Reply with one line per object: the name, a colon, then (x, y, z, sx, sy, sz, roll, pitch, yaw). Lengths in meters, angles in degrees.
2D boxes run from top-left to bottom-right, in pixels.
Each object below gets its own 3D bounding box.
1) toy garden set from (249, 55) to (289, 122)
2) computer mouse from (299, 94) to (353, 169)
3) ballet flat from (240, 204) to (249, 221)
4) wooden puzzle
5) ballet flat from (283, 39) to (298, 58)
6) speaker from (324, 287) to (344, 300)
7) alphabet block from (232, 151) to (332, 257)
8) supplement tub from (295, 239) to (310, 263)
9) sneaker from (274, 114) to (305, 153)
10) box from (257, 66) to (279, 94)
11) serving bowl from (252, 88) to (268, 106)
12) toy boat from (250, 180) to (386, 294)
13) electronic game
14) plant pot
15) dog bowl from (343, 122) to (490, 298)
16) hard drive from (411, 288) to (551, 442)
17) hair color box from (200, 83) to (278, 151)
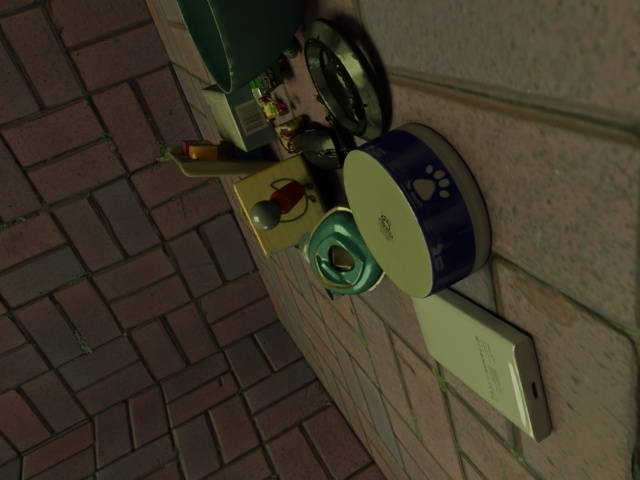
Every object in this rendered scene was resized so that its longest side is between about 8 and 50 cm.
toy garden set: (-0.125, -0.400, 1.342, 0.244, 0.049, 0.204, 33, 145, 64)
computer mouse: (-0.004, -0.231, 1.162, 0.262, 0.060, 0.184, 43, 156, 56)
ballet flat: (-0.164, -0.095, 1.709, 0.123, 0.123, 0.348, 55, -169, 32)
wooden puzzle: (-0.333, -0.297, 1.806, 0.348, 0.322, 0.081, -137, 47, -60)
ballet flat: (-0.081, -0.430, 1.134, 0.114, 0.041, 0.041, 59, 166, 21)
speaker: (0.076, 0.095, 1.308, 0.055, 0.136, 0.055, 57, 165, 25)
alphabet block: (-0.086, -0.099, 1.351, 0.193, 0.192, 0.197, -88, -26, -78)
supplement tub: (-0.032, -0.019, 1.550, 0.190, 0.117, 0.117, 46, 158, 51)
sneaker: (-0.065, -0.262, 1.337, 0.084, 0.069, 0.185, 65, 175, -12)
box: (-0.127, -0.382, 1.240, 0.067, 0.018, 0.083, 68, 165, -11)
serving bowl: (-0.169, -0.422, 1.503, 0.083, 0.027, 0.083, 57, 166, 23)
toy boat: (0.000, 0.000, 1.168, 0.318, 0.148, 0.267, 38, 144, 11)
electronic game: (0.042, -0.275, 0.927, 0.229, 0.048, 0.229, 54, 170, 14)
plant pot: (-0.141, -0.446, 0.983, 0.290, 0.195, 0.290, 58, 166, 24)
dog bowl: (0.145, -0.045, 0.851, 0.265, 0.104, 0.265, 57, 165, 24)
hard drive: (0.272, 0.194, 0.954, 0.307, 0.040, 0.203, 36, 150, 63)
hair color box: (-0.271, -0.415, 1.724, 0.374, 0.113, 0.185, 36, 150, 62)
